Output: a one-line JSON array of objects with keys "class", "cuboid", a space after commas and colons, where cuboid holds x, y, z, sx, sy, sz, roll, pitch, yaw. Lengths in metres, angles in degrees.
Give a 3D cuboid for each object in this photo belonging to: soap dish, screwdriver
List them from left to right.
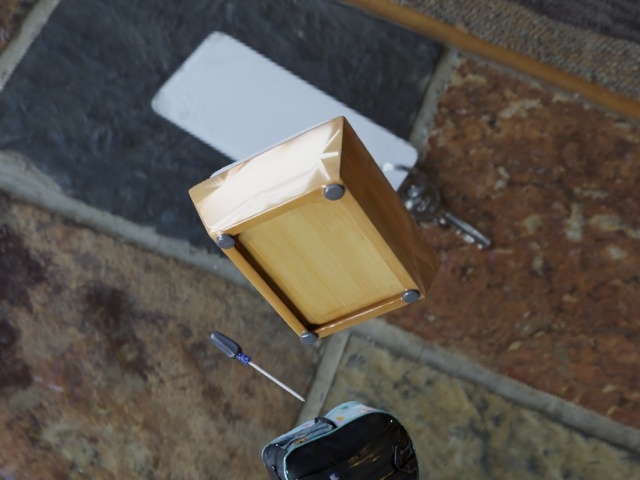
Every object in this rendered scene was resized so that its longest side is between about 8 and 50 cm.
[{"class": "screwdriver", "cuboid": [-0.091, 0.179, 1.246, 0.170, 0.025, 0.024, 30, 61, 22]}, {"class": "soap dish", "cuboid": [0.000, 0.000, 1.147, 0.229, 0.291, 0.118, -23, 40, 19]}]

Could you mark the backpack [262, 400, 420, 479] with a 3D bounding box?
[{"class": "backpack", "cuboid": [0.030, 0.307, 1.170, 0.188, 0.144, 0.165, -24, 96, -18]}]
